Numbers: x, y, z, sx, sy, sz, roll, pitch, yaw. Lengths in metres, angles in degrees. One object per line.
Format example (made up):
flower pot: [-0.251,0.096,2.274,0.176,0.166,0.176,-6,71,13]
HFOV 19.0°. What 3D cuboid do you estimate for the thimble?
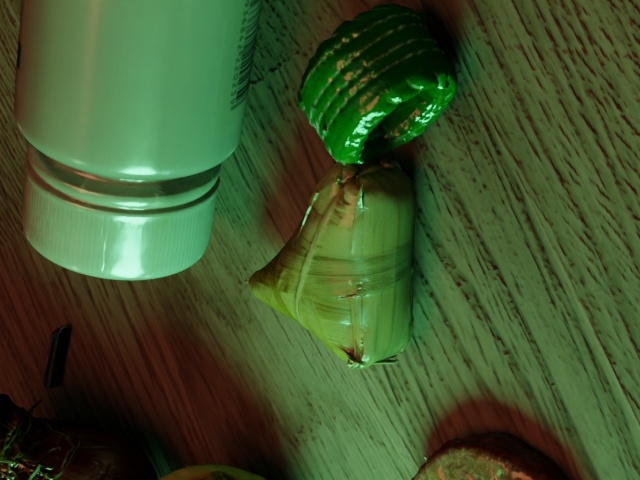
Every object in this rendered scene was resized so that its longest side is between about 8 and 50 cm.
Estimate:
thimble: [0.046,-0.128,1.584,0.130,0.118,0.090,-39,74,21]

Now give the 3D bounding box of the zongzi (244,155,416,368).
zongzi: [0.000,0.000,1.697,0.197,0.099,0.194,27,123,41]

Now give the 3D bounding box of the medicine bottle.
medicine bottle: [-0.166,-0.152,1.704,0.208,0.208,0.340,30,124,31]

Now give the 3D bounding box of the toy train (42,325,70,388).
toy train: [-0.284,0.122,2.057,0.017,0.017,0.083,40,129,34]

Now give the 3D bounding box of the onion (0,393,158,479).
onion: [-0.305,0.275,1.972,0.281,0.221,0.281,16,147,11]

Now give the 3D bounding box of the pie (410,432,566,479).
pie: [0.154,0.257,1.682,0.182,0.049,0.182,16,116,36]

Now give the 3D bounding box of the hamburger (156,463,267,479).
hamburger: [-0.106,0.318,1.851,0.108,0.213,0.214,-108,21,-63]
